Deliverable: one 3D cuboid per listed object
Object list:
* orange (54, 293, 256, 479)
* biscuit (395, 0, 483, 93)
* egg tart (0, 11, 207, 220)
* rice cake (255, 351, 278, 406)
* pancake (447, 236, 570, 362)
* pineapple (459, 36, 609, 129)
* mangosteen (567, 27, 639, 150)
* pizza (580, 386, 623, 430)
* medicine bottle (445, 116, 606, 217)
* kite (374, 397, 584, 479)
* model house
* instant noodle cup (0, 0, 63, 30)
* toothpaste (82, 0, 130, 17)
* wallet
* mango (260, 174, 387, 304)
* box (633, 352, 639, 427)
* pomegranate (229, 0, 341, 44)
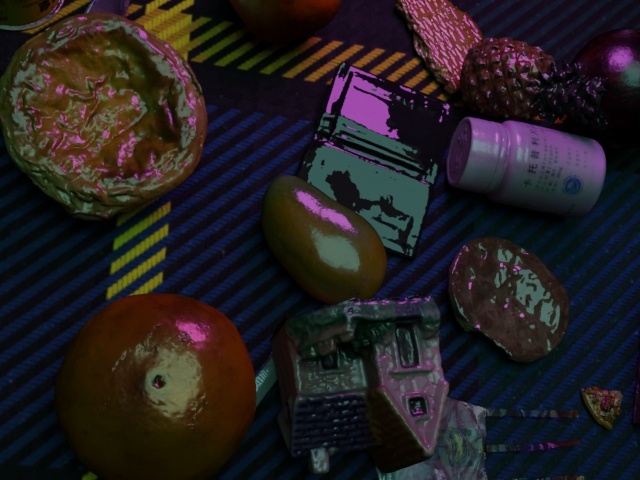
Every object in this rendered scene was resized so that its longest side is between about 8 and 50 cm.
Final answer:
[{"bbox_3d":[-0.230,0.215,1.295,0.283,0.226,0.284,2,73,-5],"label":"orange"},{"bbox_3d":[0.244,-0.391,1.772,0.144,0.033,0.224,-25,77,-25],"label":"biscuit"},{"bbox_3d":[-0.350,-0.196,1.466,0.341,0.129,0.341,4,78,-21],"label":"egg tart"},{"bbox_3d":[-0.095,0.220,1.435,0.042,0.030,0.180,41,64,-1],"label":"rice cake"},{"bbox_3d":[0.325,0.102,1.592,0.236,0.042,0.223,17,61,-12],"label":"pancake"},{"bbox_3d":[0.394,-0.278,1.642,0.278,0.158,0.158,20,57,37],"label":"pineapple"},{"bbox_3d":[0.584,-0.281,1.694,0.228,0.265,0.228,3,86,-49],"label":"mangosteen"},{"bbox_3d":[0.493,0.276,1.575,0.078,0.025,0.083,-32,79,-22],"label":"pizza"},{"bbox_3d":[0.364,-0.133,1.636,0.254,0.152,0.152,10,66,-12],"label":"medicine bottle"},{"bbox_3d":[0.255,0.341,1.489,0.360,0.022,0.204,4,68,-9],"label":"kite"},{"bbox_3d":[0.065,0.224,1.363,0.236,0.202,0.238,-2,71,-23],"label":"model house"},{"bbox_3d":[-0.521,-0.468,1.535,0.182,0.144,0.182,5,68,-13],"label":"instant noodle cup"},{"bbox_3d":[-0.399,-0.337,1.569,0.075,0.048,0.301,30,70,-18],"label":"toothpaste"},{"bbox_3d":[0.093,-0.148,1.629,0.247,0.041,0.323,20,68,-6],"label":"wallet"},{"bbox_3d":[0.000,0.000,1.499,0.251,0.114,0.156,43,80,-1],"label":"mango"},{"bbox_3d":[0.660,0.213,1.577,0.188,0.153,0.252,15,66,-7],"label":"box"},{"bbox_3d":[-0.059,-0.453,1.623,0.209,0.209,0.209,5,67,-13],"label":"pomegranate"}]
